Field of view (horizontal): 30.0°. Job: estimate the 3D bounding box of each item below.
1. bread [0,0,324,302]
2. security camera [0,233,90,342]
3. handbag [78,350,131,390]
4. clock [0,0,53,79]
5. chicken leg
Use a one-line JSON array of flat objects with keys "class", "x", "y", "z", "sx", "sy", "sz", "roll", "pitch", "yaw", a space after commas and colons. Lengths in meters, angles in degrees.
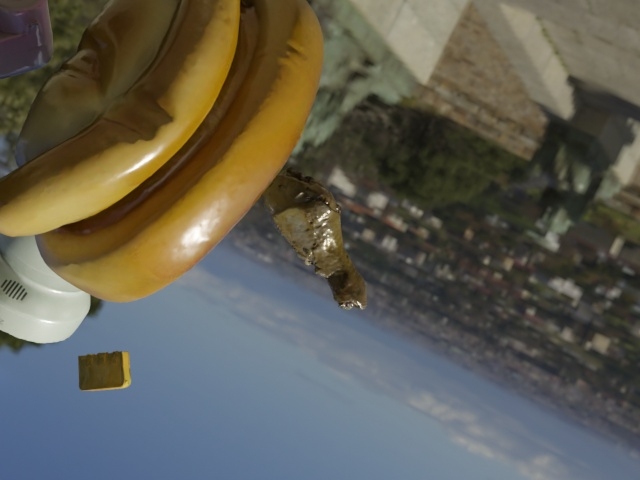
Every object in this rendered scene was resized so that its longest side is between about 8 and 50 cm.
[{"class": "bread", "x": -0.190, "y": -0.143, "z": 1.369, "sx": 0.245, "sy": 0.424, "sz": 0.329, "roll": 38, "pitch": 169, "yaw": -20}, {"class": "security camera", "x": -0.389, "y": 0.005, "z": 1.725, "sx": 0.194, "sy": 0.236, "sz": 0.194, "roll": 27, "pitch": -160, "yaw": -11}, {"class": "handbag", "x": -0.346, "y": 0.208, "z": 1.904, "sx": 0.083, "sy": 0.061, "sz": 0.027, "roll": -6, "pitch": 172, "yaw": 14}, {"class": "clock", "x": -0.532, "y": -0.291, "z": 1.551, "sx": 0.322, "sy": 0.295, "sz": 0.113, "roll": 41, "pitch": 142, "yaw": 40}, {"class": "chicken leg", "x": 0.000, "y": 0.000, "z": 1.441, "sx": 0.198, "sy": 0.085, "sz": 0.069, "roll": 60, "pitch": -171, "yaw": -4}]
